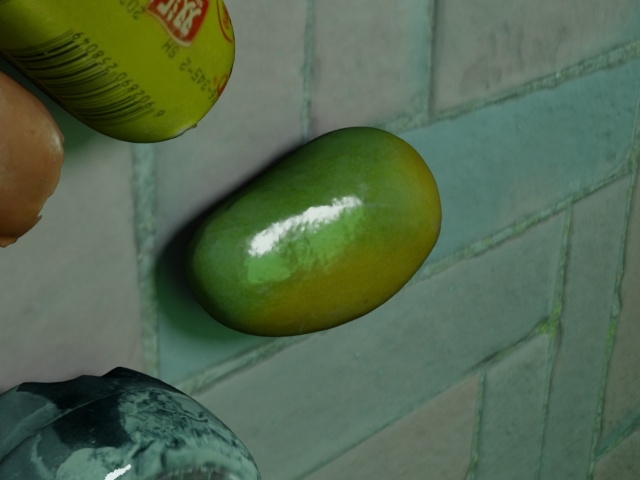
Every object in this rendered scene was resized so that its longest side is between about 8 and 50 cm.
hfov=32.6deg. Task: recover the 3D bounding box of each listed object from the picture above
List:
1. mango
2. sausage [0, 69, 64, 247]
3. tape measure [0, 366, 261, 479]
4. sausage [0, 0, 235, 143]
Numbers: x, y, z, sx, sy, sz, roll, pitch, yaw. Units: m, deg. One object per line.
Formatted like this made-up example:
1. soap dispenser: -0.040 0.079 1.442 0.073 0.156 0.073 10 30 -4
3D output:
1. mango: 0.000 0.000 0.876 0.251 0.114 0.156 -31 137 -41
2. sausage: -0.265 -0.126 0.494 0.094 0.094 0.419 -51 143 -7
3. tape measure: -0.166 0.221 0.752 0.256 0.147 0.275 -11 119 -47
4. sausage: -0.155 -0.165 0.590 0.123 0.123 0.347 -60 144 -12
